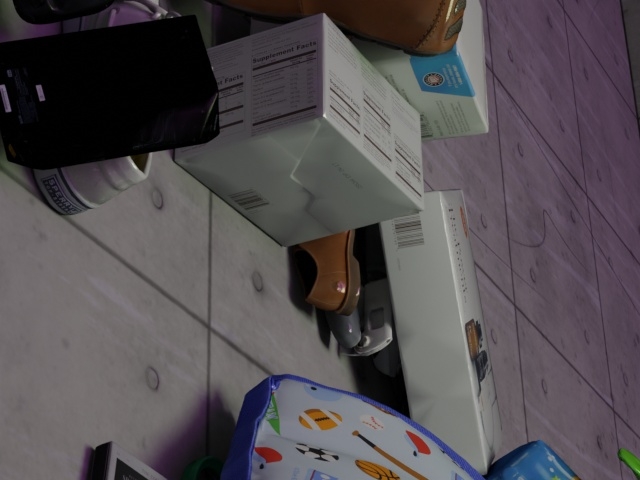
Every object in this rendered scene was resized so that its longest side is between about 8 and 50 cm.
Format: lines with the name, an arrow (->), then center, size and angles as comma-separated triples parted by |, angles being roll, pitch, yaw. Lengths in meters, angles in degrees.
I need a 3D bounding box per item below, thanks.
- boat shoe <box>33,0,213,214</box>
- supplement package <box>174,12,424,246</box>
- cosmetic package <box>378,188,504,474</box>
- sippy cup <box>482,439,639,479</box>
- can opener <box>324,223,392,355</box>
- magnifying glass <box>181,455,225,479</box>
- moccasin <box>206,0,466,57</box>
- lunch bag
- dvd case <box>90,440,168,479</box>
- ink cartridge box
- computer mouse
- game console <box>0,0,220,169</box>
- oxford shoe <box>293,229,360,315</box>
boat shoe -> -0.189, -0.192, 1.759 | 0.136, 0.156, 0.367 | 55, 30, -37
supplement package -> -0.022, -0.126, 2.024 | 0.262, 0.204, 0.145 | 40, 43, -52
cosmetic package -> 0.169, 0.120, 2.310 | 0.284, 0.097, 0.377 | -15, 96, -81
sippy cup -> 0.285, 0.393, 2.205 | 0.224, 0.305, 0.240 | 54, -21, 5
can opener -> 0.051, 0.026, 2.250 | 0.095, 0.076, 0.283 | 49, 33, -46
magnifying glass -> -0.130, 0.313, 1.729 | 0.092, 0.026, 0.231 | 61, 24, -25
moccasin -> -0.010, -0.326, 2.000 | 0.139, 0.380, 0.147 | -29, 132, -60
lunch bag -> 0.048, 0.335, 1.762 | 0.385, 0.239, 0.328 | 43, 16, -11
dvd case -> -0.162, 0.332, 1.598 | 0.179, 0.029, 0.239 | 42, 36, -37
ink cartridge box -> 0.063, -0.248, 2.165 | 0.198, 0.270, 0.197 | 59, 28, -59
computer mouse -> 0.097, 0.150, 2.310 | 0.106, 0.042, 0.193 | -30, 103, -65
game console -> -0.237, -0.241, 1.672 | 0.044, 0.213, 0.361 | 112, -35, -62
oxford shoe -> 0.000, 0.000, 2.172 | 0.076, 0.076, 0.212 | 11, 44, -20
